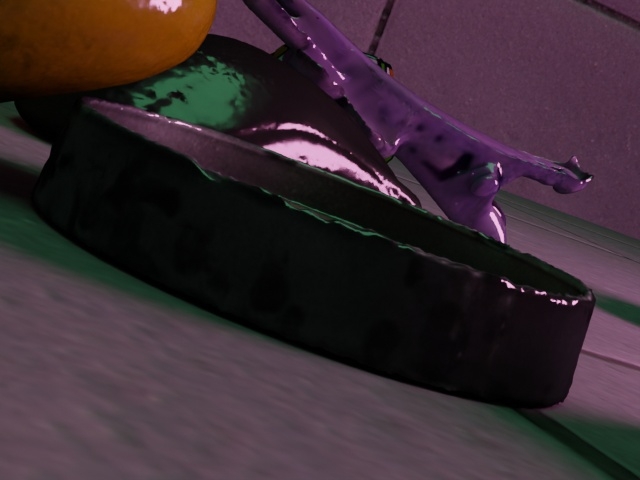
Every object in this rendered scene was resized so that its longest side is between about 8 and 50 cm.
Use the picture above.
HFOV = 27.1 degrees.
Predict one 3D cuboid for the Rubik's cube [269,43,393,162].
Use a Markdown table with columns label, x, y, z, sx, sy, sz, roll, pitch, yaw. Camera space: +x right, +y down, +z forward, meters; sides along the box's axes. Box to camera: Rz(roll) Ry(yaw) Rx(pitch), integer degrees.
| label | x | y | z | sx | sy | sz | roll | pitch | yaw |
| --- | --- | --- | --- | --- | --- | --- | --- | --- | --- |
| Rubik's cube | 0.002 | -0.101 | 1.046 | 0.112 | 0.133 | 0.133 | -5 | 2 | 10 |

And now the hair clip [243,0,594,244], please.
| label | x | y | z | sx | sy | sz | roll | pitch | yaw |
| --- | --- | --- | --- | --- | --- | --- | --- | --- | --- |
| hair clip | 0.053 | -0.077 | 0.923 | 0.278 | 0.090 | 0.137 | 30 | 15 | -9 |

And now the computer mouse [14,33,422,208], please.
| label | x | y | z | sx | sy | sz | roll | pitch | yaw |
| --- | --- | --- | --- | --- | --- | --- | --- | --- | --- |
| computer mouse | -0.043 | -0.066 | 0.767 | 0.147 | 0.088 | 0.264 | 30 | 8 | 42 |

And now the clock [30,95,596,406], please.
| label | x | y | z | sx | sy | sz | roll | pitch | yaw |
| --- | --- | --- | --- | --- | --- | --- | --- | --- | --- |
| clock | 0.000 | 0.000 | 0.503 | 0.215 | 0.042 | 0.215 | 21 | 6 | -2 |

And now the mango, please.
| label | x | y | z | sx | sy | sz | roll | pitch | yaw |
| --- | --- | --- | --- | --- | --- | --- | --- | --- | --- |
| mango | -0.133 | -0.093 | 0.489 | 0.191 | 0.085 | 0.122 | -6 | -5 | -7 |
